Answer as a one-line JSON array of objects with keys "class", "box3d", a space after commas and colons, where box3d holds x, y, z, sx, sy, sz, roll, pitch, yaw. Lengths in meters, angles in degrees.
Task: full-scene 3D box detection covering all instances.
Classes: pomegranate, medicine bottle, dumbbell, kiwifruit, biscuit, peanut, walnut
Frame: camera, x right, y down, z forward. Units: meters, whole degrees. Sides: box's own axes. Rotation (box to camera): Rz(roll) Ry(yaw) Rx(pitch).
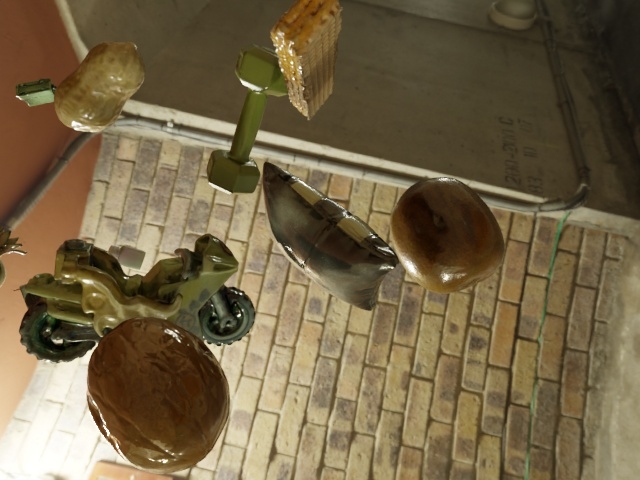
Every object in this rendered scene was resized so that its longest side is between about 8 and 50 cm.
[{"class": "pomegranate", "box3d": [-0.919, 0.057, 1.158, 0.224, 0.182, 0.181, -49, -17, -24]}, {"class": "medicine bottle", "box3d": [-0.711, 0.058, 1.580, 0.055, 0.118, 0.074, 14, 85, 54]}, {"class": "dumbbell", "box3d": [-0.149, -0.242, 0.898, 0.301, 0.108, 0.121, -67, 28, 24]}, {"class": "kiwifruit", "box3d": [0.238, -0.016, 0.843, 0.196, 0.196, 0.233, 95, 162, -59]}, {"class": "biscuit", "box3d": [-0.016, -0.290, 0.715, 0.094, 0.054, 0.378, -49, 2, 3]}, {"class": "peanut", "box3d": [-0.403, -0.278, 0.796, 0.110, 0.237, 0.120, 55, -145, -17]}, {"class": "walnut", "box3d": [-0.210, 0.195, 0.566, 0.167, 0.207, 0.167, -40, -19, -16]}]

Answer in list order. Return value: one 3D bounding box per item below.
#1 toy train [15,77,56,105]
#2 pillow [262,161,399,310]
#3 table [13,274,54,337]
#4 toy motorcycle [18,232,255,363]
[{"class": "toy train", "box3d": [-0.697, -0.365, 1.069, 0.056, 0.093, 0.038, 88, 167, -73]}, {"class": "pillow", "box3d": [0.000, 0.000, 0.674, 0.106, 0.250, 0.186, -45, -17, -24]}, {"class": "table", "box3d": [-0.737, 0.179, 1.148, 0.175, 0.063, 0.146, -64, -40, -79]}, {"class": "toy motorcycle", "box3d": [-0.320, 0.104, 0.810, 0.169, 0.411, 0.236, 27, 115, 61]}]
